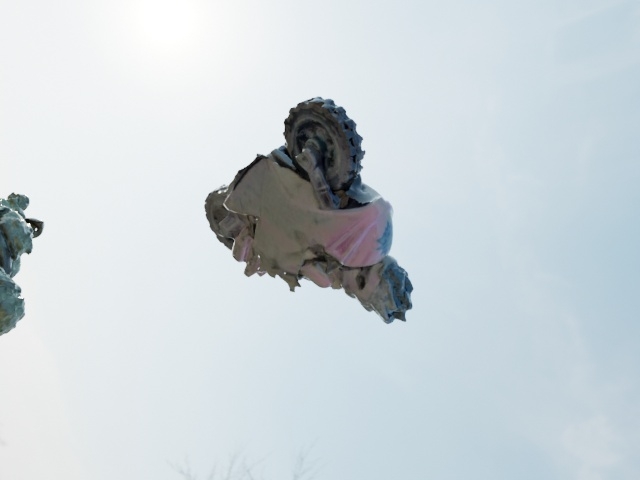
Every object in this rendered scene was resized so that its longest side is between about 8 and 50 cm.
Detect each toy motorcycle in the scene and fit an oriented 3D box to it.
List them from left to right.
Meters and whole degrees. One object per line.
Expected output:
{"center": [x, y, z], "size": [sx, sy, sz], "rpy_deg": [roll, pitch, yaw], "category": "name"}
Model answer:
{"center": [-0.004, 0.003, 0.630], "size": [0.204, 0.108, 0.239], "rpy_deg": [52, -21, -4], "category": "toy motorcycle"}

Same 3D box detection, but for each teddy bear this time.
{"center": [-0.286, 0.006, 0.541], "size": [0.111, 0.133, 0.213], "rpy_deg": [60, 2, -27], "category": "teddy bear"}
